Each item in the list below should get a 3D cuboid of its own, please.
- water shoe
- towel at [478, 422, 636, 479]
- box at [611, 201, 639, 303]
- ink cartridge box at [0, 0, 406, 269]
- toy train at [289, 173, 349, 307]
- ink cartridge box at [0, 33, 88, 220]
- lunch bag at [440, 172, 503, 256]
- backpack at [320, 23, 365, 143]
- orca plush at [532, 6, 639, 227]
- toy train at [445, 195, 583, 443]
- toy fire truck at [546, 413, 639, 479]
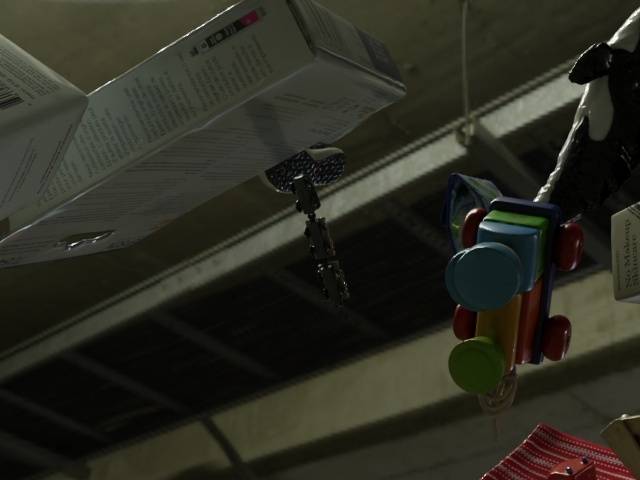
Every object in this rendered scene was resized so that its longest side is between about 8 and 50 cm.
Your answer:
[{"bbox_3d":[-0.045,-0.113,1.540,0.080,0.073,0.203,27,15,30],"label":"water shoe"},{"bbox_3d":[0.314,0.323,1.380,0.198,0.274,0.031,15,-68,34],"label":"towel"},{"bbox_3d":[0.416,-0.005,1.122,0.094,0.113,0.275,5,-15,-13],"label":"box"},{"bbox_3d":[-0.111,-0.082,0.875,0.330,0.072,0.324,-26,-3,14],"label":"ink cartridge box"},{"bbox_3d":[0.000,0.000,1.192,0.027,0.036,0.158,-13,-77,16],"label":"toy train"},{"bbox_3d":[-0.251,-0.064,0.571,0.153,0.208,0.087,36,-63,6],"label":"ink cartridge box"},{"bbox_3d":[0.259,-0.032,1.705,0.096,0.151,0.128,-20,-14,31],"label":"lunch bag"},{"bbox_3d":[-0.022,-0.272,2.000,0.225,0.191,0.253,-20,0,-40],"label":"backpack"},{"bbox_3d":[0.301,-0.107,1.044,0.102,0.287,0.151,26,-23,43],"label":"orca plush"},{"bbox_3d":[0.153,0.097,0.928,0.105,0.143,0.248,11,-71,23],"label":"toy train"},{"bbox_3d":[0.281,0.203,0.928,0.192,0.135,0.047,2,12,45],"label":"toy fire truck"}]
